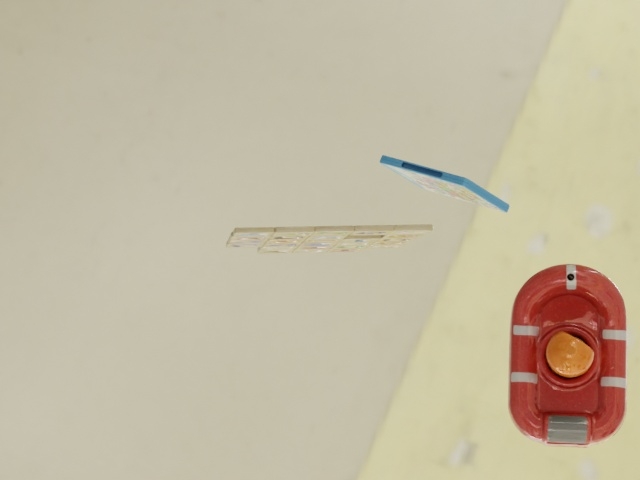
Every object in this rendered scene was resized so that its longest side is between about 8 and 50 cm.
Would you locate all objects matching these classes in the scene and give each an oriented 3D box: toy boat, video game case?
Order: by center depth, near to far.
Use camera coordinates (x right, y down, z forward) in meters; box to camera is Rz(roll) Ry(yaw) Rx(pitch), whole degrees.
[{"bbox_3d":[0.313,0.143,1.921,0.151,0.151,0.231,53,38,-79],"label":"toy boat"},{"bbox_3d":[0.181,-0.083,2.236,0.119,0.166,0.015,26,85,-47],"label":"video game case"}]

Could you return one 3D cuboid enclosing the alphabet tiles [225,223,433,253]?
[{"bbox_3d":[0.000,0.000,1.620,0.237,0.198,0.009,139,-50,-81],"label":"alphabet tiles"}]
